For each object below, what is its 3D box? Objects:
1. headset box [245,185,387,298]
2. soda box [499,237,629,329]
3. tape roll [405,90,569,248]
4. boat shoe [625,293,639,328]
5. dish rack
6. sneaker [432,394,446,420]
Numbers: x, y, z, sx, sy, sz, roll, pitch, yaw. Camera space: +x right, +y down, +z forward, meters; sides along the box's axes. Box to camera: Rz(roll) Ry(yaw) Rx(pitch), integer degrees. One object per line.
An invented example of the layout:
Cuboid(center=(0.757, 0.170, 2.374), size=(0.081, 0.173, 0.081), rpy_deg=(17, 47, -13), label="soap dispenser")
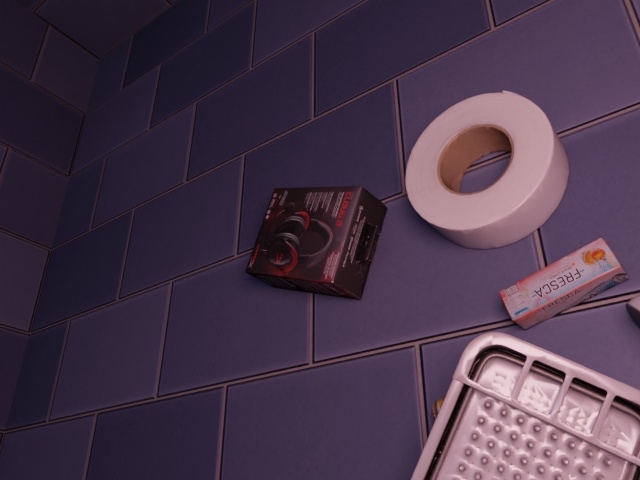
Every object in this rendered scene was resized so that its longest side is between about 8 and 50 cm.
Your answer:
Cuboid(center=(0.000, 0.000, 1.248), size=(0.293, 0.110, 0.218), rpy_deg=(4, 70, 42), label="headset box")
Cuboid(center=(0.387, 0.073, 0.915), size=(0.183, 0.063, 0.058), rpy_deg=(-33, 50, 23), label="soda box")
Cuboid(center=(0.306, -0.131, 1.070), size=(0.286, 0.100, 0.286), rpy_deg=(-20, 55, 32), label="tape roll")
Cuboid(center=(0.536, 0.126, 0.663), size=(0.156, 0.136, 0.367), rpy_deg=(-38, 16, 7), label="boat shoe")
Cuboid(center=(0.291, 0.326, 0.801), size=(0.285, 0.072, 0.333), rpy_deg=(23, 82, 20), label="dish rack")
Cuboid(center=(0.244, 0.319, 0.897), size=(0.084, 0.069, 0.185), rpy_deg=(-40, 48, 23), label="sneaker")
